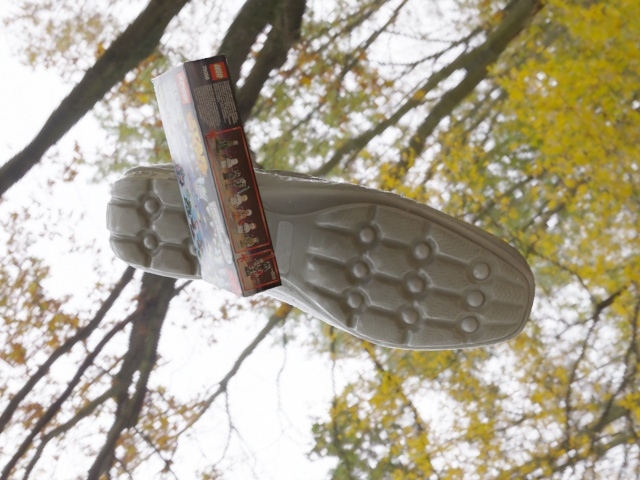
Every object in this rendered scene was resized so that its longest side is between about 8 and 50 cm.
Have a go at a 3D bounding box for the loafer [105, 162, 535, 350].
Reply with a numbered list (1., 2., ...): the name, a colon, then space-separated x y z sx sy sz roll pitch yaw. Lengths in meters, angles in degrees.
1. loafer: 0.000 0.000 0.665 0.320 0.112 0.111 16 -164 14

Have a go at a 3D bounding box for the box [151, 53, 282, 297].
1. box: -0.065 -0.038 0.544 0.027 0.094 0.137 -17 -81 -20
